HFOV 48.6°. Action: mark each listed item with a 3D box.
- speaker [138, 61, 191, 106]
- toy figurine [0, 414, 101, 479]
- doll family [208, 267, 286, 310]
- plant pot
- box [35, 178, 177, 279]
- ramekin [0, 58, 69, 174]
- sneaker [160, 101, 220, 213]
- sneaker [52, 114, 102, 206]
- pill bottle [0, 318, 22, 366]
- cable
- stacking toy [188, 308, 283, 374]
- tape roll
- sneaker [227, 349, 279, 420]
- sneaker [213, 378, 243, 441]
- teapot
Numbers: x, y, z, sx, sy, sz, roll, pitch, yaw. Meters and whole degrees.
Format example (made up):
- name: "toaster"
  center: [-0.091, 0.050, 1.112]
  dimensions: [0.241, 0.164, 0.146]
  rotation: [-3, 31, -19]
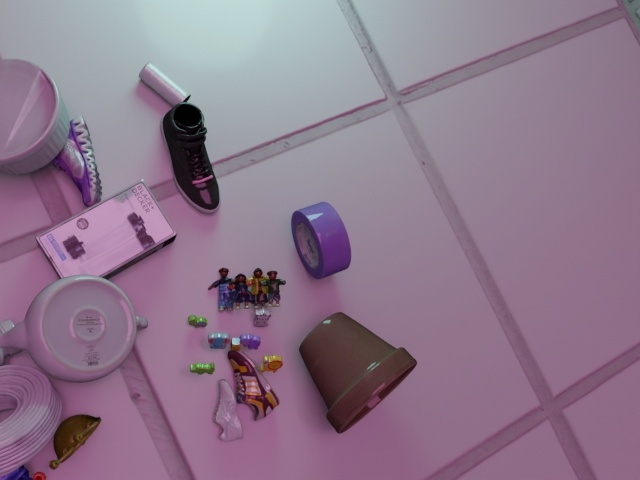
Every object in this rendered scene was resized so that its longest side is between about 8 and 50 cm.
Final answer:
- name: "speaker"
  center: [-0.410, -0.408, 1.870]
  dimensions: [0.136, 0.055, 0.055]
  rotation: [39, 69, -5]
- name: "toy figurine"
  center: [-0.675, 0.459, 1.515]
  dimensions: [0.217, 0.191, 0.362]
  rotation: [40, 68, 0]
- name: "doll family"
  center: [-0.188, 0.119, 1.807]
  dimensions: [0.192, 0.076, 0.111]
  rotation: [-3, 83, -15]
- name: "plant pot"
  center: [0.070, 0.312, 1.772]
  dimensions: [0.263, 0.263, 0.229]
  rotation: [-37, 72, -22]
- name: "box"
  center: [-0.516, -0.006, 1.723]
  dimensions: [0.290, 0.087, 0.169]
  rotation: [-31, 88, -22]
- name: "ramekin"
  center: [-0.720, -0.279, 1.665]
  dimensions: [0.272, 0.127, 0.273]
  rotation: [-2, 70, 5]
- name: "sneaker"
  center: [-0.325, -0.216, 1.803]
  dimensions: [0.104, 0.147, 0.296]
  rotation: [-21, 85, -23]
- name: "sneaker"
  center: [-0.606, -0.188, 1.742]
  dimensions: [0.104, 0.095, 0.236]
  rotation: [-15, 77, -14]
- name: "pill bottle"
  center: [-0.764, 0.248, 1.567]
  dimensions: [0.180, 0.108, 0.108]
  rotation: [-24, 85, -34]
- name: "cable"
  center: [-0.672, 0.373, 1.474]
  dimensions: [0.257, 0.257, 0.089]
  rotation: [-24, 127, -26]
- name: "stacking toy"
  center: [-0.212, 0.245, 1.734]
  dimensions: [0.221, 0.052, 0.167]
  rotation: [2, 41, -16]
- name: "tape roll"
  center: [0.000, 0.000, 1.832]
  dimensions: [0.080, 0.189, 0.189]
  rotation: [-20, 84, -20]
- name: "sneaker"
  center: [-0.183, 0.357, 1.752]
  dimensions: [0.084, 0.069, 0.185]
  rotation: [-38, 90, -27]
- name: "sneaker"
  center: [-0.233, 0.416, 1.731]
  dimensions: [0.061, 0.053, 0.152]
  rotation: [-11, 81, -17]
- name: "teapot"
  center: [-0.544, 0.201, 1.584]
  dimensions: [0.256, 0.187, 0.253]
  rotation: [45, 54, -19]
